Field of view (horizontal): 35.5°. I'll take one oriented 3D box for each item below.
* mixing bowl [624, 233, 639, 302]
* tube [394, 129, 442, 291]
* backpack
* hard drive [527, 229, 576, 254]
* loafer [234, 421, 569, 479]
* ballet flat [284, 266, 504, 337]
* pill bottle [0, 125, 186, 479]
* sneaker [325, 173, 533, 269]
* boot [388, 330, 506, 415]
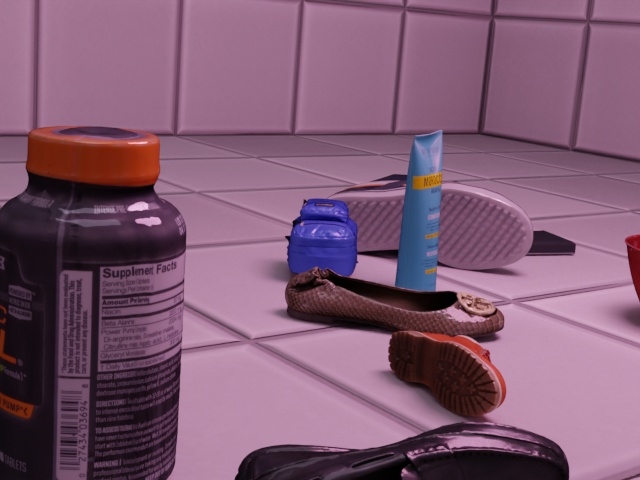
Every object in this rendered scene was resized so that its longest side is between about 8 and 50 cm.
[{"bbox_3d":[0.458,0.057,1.214,0.181,0.098,0.181,4,13,-1],"label":"mixing bowl"},{"bbox_3d":[0.127,-0.033,1.256,0.052,0.207,0.080,9,14,24],"label":"tube"},{"bbox_3d":[0.000,0.000,1.319,0.098,0.101,0.120,-1,15,5],"label":"backpack"},{"bbox_3d":[0.326,0.003,1.602,0.135,0.022,0.094,0,13,-21],"label":"hard drive"},{"bbox_3d":[0.056,0.165,0.638,0.223,0.076,0.078,-2,18,-9],"label":"loafer"},{"bbox_3d":[0.083,0.067,1.127,0.250,0.058,0.084,6,13,9],"label":"ballet flat"},{"bbox_3d":[-0.159,0.046,0.692,0.130,0.246,0.130,4,12,-1],"label":"pill bottle"},{"bbox_3d":[0.159,-0.037,1.482,0.321,0.126,0.127,7,18,18],"label":"sneaker"},{"bbox_3d":[0.137,0.117,0.925,0.084,0.059,0.158,4,10,-26],"label":"boot"}]
